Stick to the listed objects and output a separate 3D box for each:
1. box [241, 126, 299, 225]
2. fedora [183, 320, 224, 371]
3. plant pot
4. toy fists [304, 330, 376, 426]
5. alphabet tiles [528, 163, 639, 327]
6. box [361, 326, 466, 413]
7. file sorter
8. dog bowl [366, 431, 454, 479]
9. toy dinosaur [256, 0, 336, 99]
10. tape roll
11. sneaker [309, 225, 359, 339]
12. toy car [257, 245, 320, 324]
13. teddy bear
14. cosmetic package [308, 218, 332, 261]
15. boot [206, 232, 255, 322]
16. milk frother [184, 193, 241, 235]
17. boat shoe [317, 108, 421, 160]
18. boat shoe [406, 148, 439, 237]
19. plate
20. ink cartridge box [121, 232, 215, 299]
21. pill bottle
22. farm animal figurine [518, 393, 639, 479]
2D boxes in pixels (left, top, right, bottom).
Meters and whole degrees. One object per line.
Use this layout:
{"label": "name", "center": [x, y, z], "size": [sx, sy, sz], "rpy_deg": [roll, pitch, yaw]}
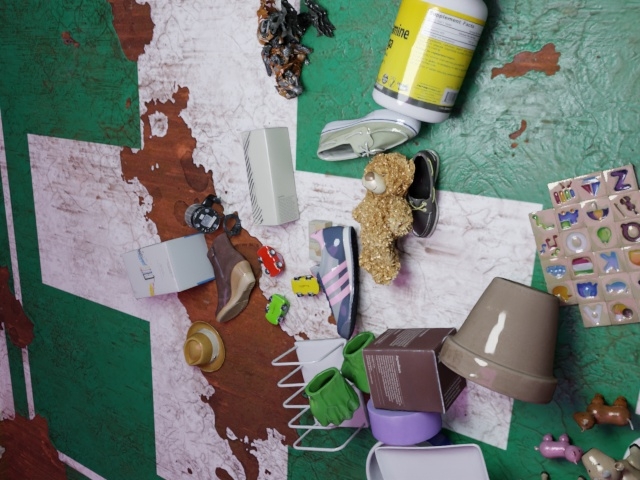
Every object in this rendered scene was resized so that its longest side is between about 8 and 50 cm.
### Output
{"label": "box", "center": [-0.143, -0.183, 1.606], "size": [0.094, 0.113, 0.275], "rpy_deg": [-1, 100, 34]}
{"label": "fedora", "center": [-0.423, 0.380, 1.949], "size": [0.194, 0.079, 0.194], "rpy_deg": [9, 108, 31]}
{"label": "plant pot", "center": [0.429, 0.210, 1.274], "size": [0.263, 0.263, 0.229], "rpy_deg": [20, 95, 28]}
{"label": "toy fists", "center": [0.077, 0.379, 1.513], "size": [0.096, 0.279, 0.142], "rpy_deg": [-3, 121, 53]}
{"label": "alphabet tiles", "center": [0.626, 0.020, 1.218], "size": [0.285, 0.011, 0.342], "rpy_deg": [-14, 94, 34]}
{"label": "box", "center": [0.243, 0.330, 1.449], "size": [0.203, 0.168, 0.167], "rpy_deg": [-6, 98, 34]}
{"label": "file sorter", "center": [-0.005, 0.448, 1.639], "size": [0.193, 0.173, 0.277], "rpy_deg": [-11, 95, 34]}
{"label": "dog bowl", "center": [0.266, 0.648, 1.552], "size": [0.265, 0.104, 0.264], "rpy_deg": [9, 106, 32]}
{"label": "toy dinosaur", "center": [-0.107, -0.546, 1.475], "size": [0.218, 0.164, 0.322], "rpy_deg": [-10, 118, 50]}
{"label": "tape roll", "center": [0.223, 0.460, 1.483], "size": [0.189, 0.189, 0.080], "rpy_deg": [-7, 98, 34]}
{"label": "sneaker", "center": [0.037, 0.117, 1.552], "size": [0.131, 0.112, 0.318], "rpy_deg": [0, 96, 13]}
{"label": "toy car", "center": [-0.112, 0.153, 1.706], "size": [0.239, 0.053, 0.225], "rpy_deg": [32, 118, 23]}
{"label": "teddy bear", "center": [0.147, -0.052, 1.410], "size": [0.245, 0.113, 0.338], "rpy_deg": [-107, 22, -51]}
{"label": "cosmetic package", "center": [0.000, 0.000, 1.600], "size": [0.060, 0.041, 0.115], "rpy_deg": [6, 105, 33]}
{"label": "boot", "center": [-0.313, 0.126, 1.828], "size": [0.207, 0.090, 0.248], "rpy_deg": [52, 126, 26]}
{"label": "milk frother", "center": [-0.342, -0.063, 1.780], "size": [0.143, 0.129, 0.135], "rpy_deg": [52, 167, -22]}
{"label": "boat shoe", "center": [0.116, -0.251, 1.398], "size": [0.302, 0.109, 0.094], "rpy_deg": [0, 64, 47]}
{"label": "boat shoe", "center": [0.248, -0.112, 1.394], "size": [0.081, 0.069, 0.227], "rpy_deg": [9, 107, 31]}
{"label": "plate", "center": [0.301, 0.625, 1.386], "size": [0.277, 0.045, 0.278], "rpy_deg": [-15, 97, 29]}
{"label": "ink cartridge box", "center": [-0.509, 0.086, 1.875], "size": [0.233, 0.171, 0.168], "rpy_deg": [-12, 95, 35]}
{"label": "pill bottle", "center": [0.250, -0.447, 1.236], "size": [0.188, 0.188, 0.333], "rpy_deg": [29, 116, 24]}
{"label": "farm animal figurine", "center": [0.644, 0.534, 1.238], "size": [0.327, 0.172, 0.330], "rpy_deg": [27, 115, 25]}
